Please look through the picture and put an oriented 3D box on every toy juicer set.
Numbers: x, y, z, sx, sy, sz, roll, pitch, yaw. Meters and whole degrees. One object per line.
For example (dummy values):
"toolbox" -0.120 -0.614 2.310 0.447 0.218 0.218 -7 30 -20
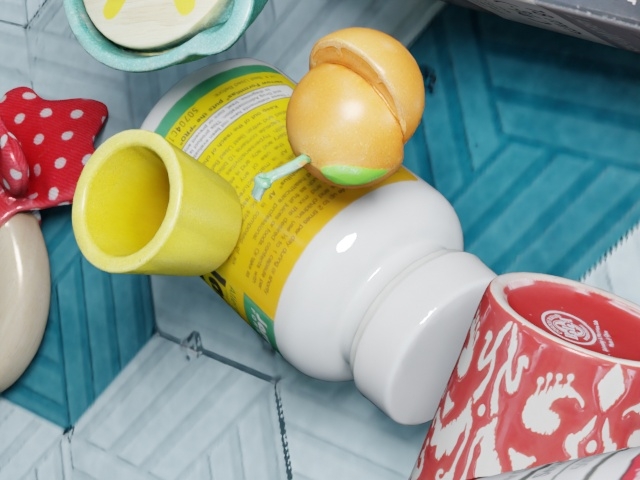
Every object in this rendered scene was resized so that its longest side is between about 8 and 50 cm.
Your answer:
"toy juicer set" -0.043 -0.158 0.661 0.209 0.089 0.329 -20 67 30

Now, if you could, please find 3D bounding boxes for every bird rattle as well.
"bird rattle" -0.244 0.007 0.933 0.253 0.143 0.207 -13 85 21

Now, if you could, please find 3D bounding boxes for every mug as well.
"mug" 0.082 0.101 0.617 0.150 0.113 0.169 41 121 50

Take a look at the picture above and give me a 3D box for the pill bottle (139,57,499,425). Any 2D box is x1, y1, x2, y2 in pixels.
"pill bottle" 0.000 0.000 0.722 0.208 0.117 0.118 40 106 34

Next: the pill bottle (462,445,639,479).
"pill bottle" 0.127 0.172 0.408 0.407 0.229 0.229 -19 70 34

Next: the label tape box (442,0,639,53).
"label tape box" 0.170 -0.208 0.638 0.333 0.106 0.241 24 96 38
